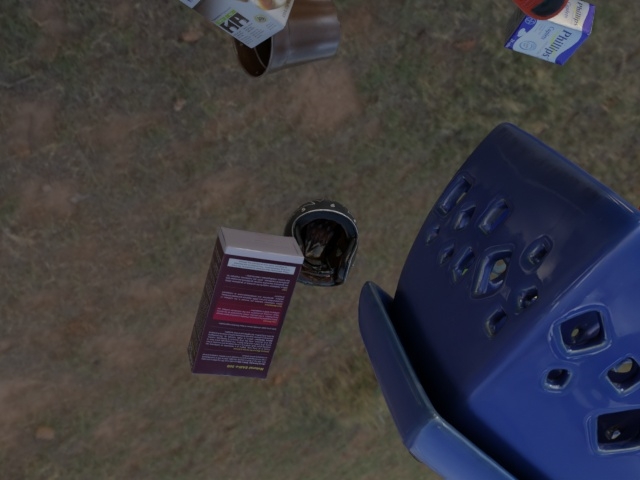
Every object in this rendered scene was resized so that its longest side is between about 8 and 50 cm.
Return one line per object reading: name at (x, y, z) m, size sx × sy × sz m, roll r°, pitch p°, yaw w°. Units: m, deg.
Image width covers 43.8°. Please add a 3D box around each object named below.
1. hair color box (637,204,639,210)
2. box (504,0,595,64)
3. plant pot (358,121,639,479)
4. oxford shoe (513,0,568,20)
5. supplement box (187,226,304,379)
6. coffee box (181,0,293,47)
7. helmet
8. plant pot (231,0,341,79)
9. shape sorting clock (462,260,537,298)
hair color box at (0.414, -0.052, 0.912) m, size 0.093 × 0.053 × 0.167 m, roll -30°, pitch 145°, yaw -30°
box at (0.464, -0.435, 1.622) m, size 0.137 × 0.072 × 0.126 m, roll 15°, pitch 161°, yaw -5°
plant pot at (0.169, 0.082, 0.596) m, size 0.236 × 0.236 × 0.212 m, roll 41°, pitch 102°, yaw -22°
oxford shoe at (0.260, -0.438, 1.187) m, size 0.097 × 0.098 × 0.271 m, roll -39°, pitch 123°, yaw 22°
supplement box at (-0.124, 0.105, 1.282) m, size 0.130 × 0.073 × 0.239 m, roll 9°, pitch 115°, yaw -21°
coffee box at (-0.154, -0.414, 1.155) m, size 0.247 × 0.141 × 0.098 m, roll 28°, pitch 156°, yaw -30°
helmet at (0.000, 0.000, 1.600) m, size 0.170 × 0.161 × 0.169 m, roll 8°, pitch 162°, yaw 3°
plant pot at (-0.060, -0.400, 1.519) m, size 0.165 × 0.167 × 0.167 m, roll -13°, pitch 144°, yaw -29°
shape sorting clock at (0.183, 0.090, 0.896) m, size 0.040 × 0.206 × 0.206 m, roll 11°, pitch 131°, yaw -20°
